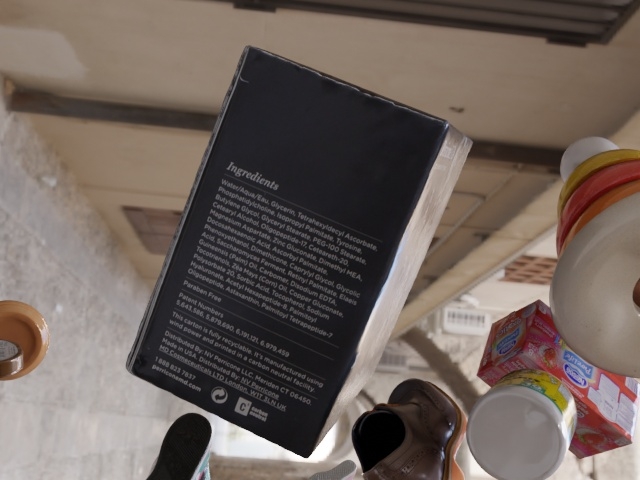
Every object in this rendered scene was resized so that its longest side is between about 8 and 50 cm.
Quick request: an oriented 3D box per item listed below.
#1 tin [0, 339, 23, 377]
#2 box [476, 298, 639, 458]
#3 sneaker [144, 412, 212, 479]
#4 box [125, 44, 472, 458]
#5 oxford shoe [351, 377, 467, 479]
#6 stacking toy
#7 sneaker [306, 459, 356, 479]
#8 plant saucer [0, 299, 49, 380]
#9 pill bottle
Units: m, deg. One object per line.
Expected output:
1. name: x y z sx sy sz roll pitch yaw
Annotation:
1. tin: -0.654 0.222 1.474 0.106 0.190 0.040 -146 -121 -62
2. box: 0.407 0.238 1.347 0.122 0.257 0.128 -40 -165 47
3. sneaker: -0.296 0.482 1.481 0.295 0.124 0.178 -58 166 -33
4. box: 0.000 0.000 1.223 0.480 0.297 0.471 -19 130 -75
5. oxford shoe: 0.119 0.263 1.105 0.130 0.133 0.363 -42 -173 11
6. stacking toy: 0.520 -0.036 1.334 0.480 0.351 0.350 -88 -175 -58
7. sneaker: 0.021 0.554 1.798 0.051 0.134 0.070 49 -33 35
8. plant saucer: -0.757 0.245 1.912 0.037 0.200 0.200 15 -80 62
9. pill bottle: 0.262 0.226 1.004 0.208 0.117 0.117 -1 97 -67
